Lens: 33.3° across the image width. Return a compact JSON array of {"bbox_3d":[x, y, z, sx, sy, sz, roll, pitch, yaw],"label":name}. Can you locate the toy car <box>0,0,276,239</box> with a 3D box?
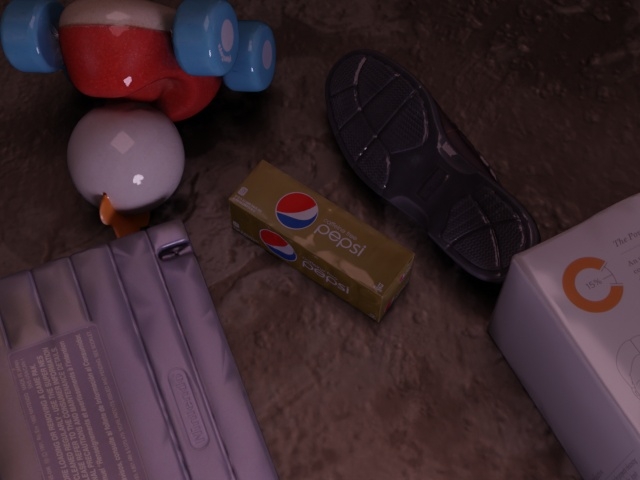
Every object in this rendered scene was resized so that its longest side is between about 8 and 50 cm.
[{"bbox_3d":[-0.179,-0.110,1.055,0.219,0.210,0.238,4,91,16],"label":"toy car"}]

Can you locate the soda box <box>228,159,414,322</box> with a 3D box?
[{"bbox_3d":[0.000,0.000,1.037,0.181,0.061,0.058,32,66,15],"label":"soda box"}]

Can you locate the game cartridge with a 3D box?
[{"bbox_3d":[-0.171,0.174,0.939,0.230,0.068,0.355,-20,70,-6],"label":"game cartridge"}]

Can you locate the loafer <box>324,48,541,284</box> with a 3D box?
[{"bbox_3d":[0.113,-0.068,1.072,0.109,0.095,0.302,-44,63,12],"label":"loafer"}]

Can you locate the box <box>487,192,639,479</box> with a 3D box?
[{"bbox_3d":[0.330,0.139,0.908,0.215,0.168,0.345,-25,66,-12],"label":"box"}]
